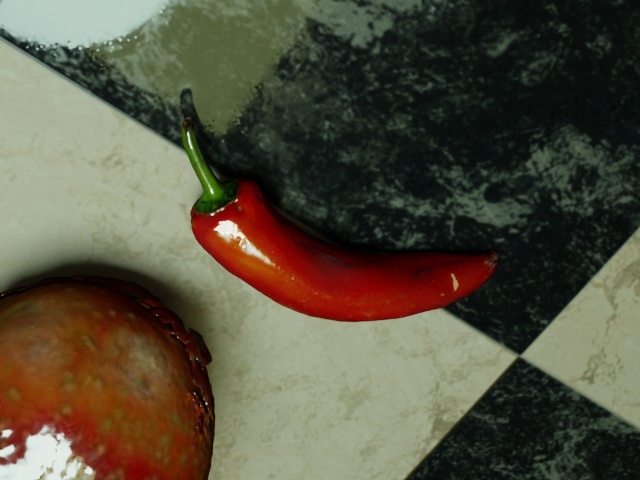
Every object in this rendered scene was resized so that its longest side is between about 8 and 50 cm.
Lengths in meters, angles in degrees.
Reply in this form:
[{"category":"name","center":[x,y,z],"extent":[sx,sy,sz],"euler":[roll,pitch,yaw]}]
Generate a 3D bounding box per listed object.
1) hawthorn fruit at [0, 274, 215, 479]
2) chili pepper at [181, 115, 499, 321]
[{"category":"hawthorn fruit","center":[-0.237,0.188,0.939],"extent":[0.315,0.316,0.316],"euler":[-4,119,-7]},{"category":"chili pepper","center":[0.001,0.008,1.015],"extent":[0.368,0.092,0.137],"euler":[22,94,-26]}]
